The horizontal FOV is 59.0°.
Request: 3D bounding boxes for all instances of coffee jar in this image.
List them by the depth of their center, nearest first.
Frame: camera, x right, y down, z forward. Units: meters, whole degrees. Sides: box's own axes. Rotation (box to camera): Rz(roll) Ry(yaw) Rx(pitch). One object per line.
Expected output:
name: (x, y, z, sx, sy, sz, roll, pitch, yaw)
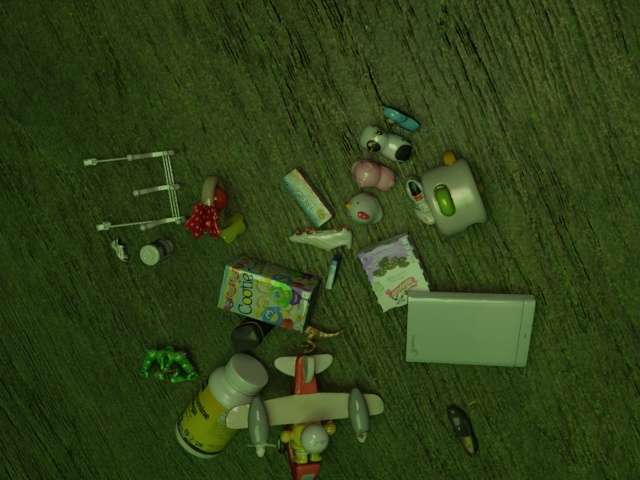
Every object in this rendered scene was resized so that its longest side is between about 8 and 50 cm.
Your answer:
coffee jar: (-0.208, 0.275, 1.768, 0.096, 0.184, 0.079, -20, 98, 16)

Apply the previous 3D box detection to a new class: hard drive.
hard drive: (0.429, 0.260, 1.653, 0.352, 0.047, 0.233, 1, 117, 7)

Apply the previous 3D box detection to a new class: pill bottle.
pill bottle: (-0.520, 0.033, 1.815, 0.067, 0.120, 0.067, 3, 104, 12)
pill bottle: (-0.319, 0.537, 1.857, 0.187, 0.188, 0.334, 37, 108, 2)

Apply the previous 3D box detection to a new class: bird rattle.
bird rattle: (-0.329, -0.094, 1.688, 0.142, 0.253, 0.207, -4, 79, 13)

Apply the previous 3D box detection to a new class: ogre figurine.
ogre figurine: (-0.518, 0.422, 1.925, 0.196, 0.097, 0.118, 14, 118, 21)

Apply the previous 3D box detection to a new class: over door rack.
over door rack: (-0.601, -0.153, 1.796, 0.323, 0.108, 0.240, -4, 102, 14)

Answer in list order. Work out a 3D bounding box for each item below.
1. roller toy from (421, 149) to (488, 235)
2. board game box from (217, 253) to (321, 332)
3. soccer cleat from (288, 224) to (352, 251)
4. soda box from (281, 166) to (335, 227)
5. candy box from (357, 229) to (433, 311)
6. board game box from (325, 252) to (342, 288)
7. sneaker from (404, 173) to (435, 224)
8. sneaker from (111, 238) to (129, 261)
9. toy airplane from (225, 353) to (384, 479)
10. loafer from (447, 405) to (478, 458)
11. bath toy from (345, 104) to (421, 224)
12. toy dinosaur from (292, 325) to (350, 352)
roller toy: (0.372, -0.122, 1.539, 0.146, 0.209, 0.191, -20, 133, 17)
board game box: (-0.155, 0.159, 1.750, 0.275, 0.144, 0.142, 16, 106, 8)
soccer cleat: (0.000, 0.000, 1.719, 0.196, 0.068, 0.076, -4, 105, 11)
soda box: (-0.035, -0.130, 1.697, 0.063, 0.058, 0.183, -36, 93, 18)
candy box: (0.225, 0.093, 1.685, 0.164, 0.070, 0.196, -23, 98, 17)
board game box: (0.041, 0.091, 1.716, 0.020, 0.090, 0.090, 15, 107, 8)
sneaker: (0.283, -0.112, 1.619, 0.057, 0.075, 0.161, -24, 97, 17)
sneaker: (-0.666, 0.032, 1.895, 0.037, 0.032, 0.083, -34, 94, 18)
toy airplane: (-0.036, 0.538, 1.742, 0.386, 0.272, 0.384, -43, 109, -4)
loafer: (0.445, 0.596, 1.762, 0.062, 0.061, 0.170, -29, 95, 19)
bath toy: (0.157, -0.200, 1.600, 0.151, 0.129, 0.349, 22, 108, 7)
toy dinosaur: (-0.022, 0.299, 1.796, 0.211, 0.064, 0.112, 17, 105, 8)
